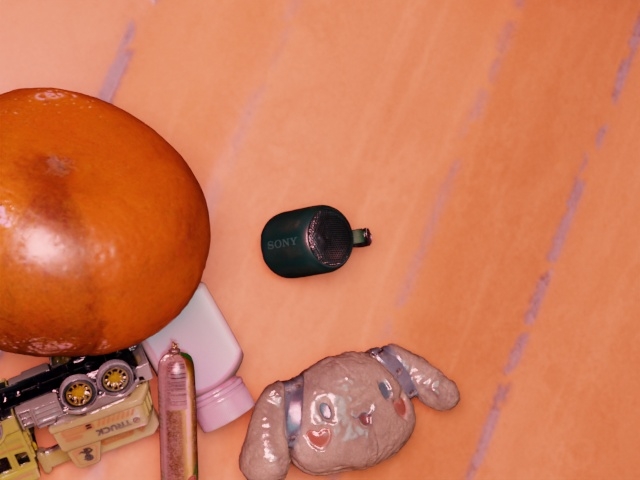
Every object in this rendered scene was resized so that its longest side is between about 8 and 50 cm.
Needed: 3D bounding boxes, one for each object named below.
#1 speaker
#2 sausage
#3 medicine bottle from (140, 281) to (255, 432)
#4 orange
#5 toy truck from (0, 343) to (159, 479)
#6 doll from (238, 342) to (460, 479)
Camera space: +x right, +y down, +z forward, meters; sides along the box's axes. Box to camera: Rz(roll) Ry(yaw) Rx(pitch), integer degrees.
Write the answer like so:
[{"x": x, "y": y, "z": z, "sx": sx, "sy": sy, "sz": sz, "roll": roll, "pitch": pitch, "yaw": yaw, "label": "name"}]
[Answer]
[{"x": 0.000, "y": -0.005, "z": 1.248, "sx": 0.094, "sy": 0.075, "sz": 0.060, "roll": -29, "pitch": 103, "yaw": -39, "label": "speaker"}, {"x": -0.117, "y": 0.214, "z": 1.193, "sx": 0.032, "sy": 0.033, "sz": 0.269, "roll": -4, "pitch": 102, "yaw": -15, "label": "sausage"}, {"x": -0.106, "y": 0.101, "z": 1.221, "sx": 0.074, "sy": 0.055, "sz": 0.118, "roll": -30, "pitch": 93, "yaw": -11, "label": "medicine bottle"}, {"x": -0.208, "y": -0.009, "z": 1.132, "sx": 0.240, "sy": 0.171, "sz": 0.240, "roll": 13, "pitch": 46, "yaw": -13, "label": "orange"}, {"x": -0.215, "y": 0.147, "z": 1.173, "sx": 0.169, "sy": 0.077, "sz": 0.100, "roll": -23, "pitch": 118, "yaw": -9, "label": "toy truck"}, {"x": 0.022, "y": 0.151, "z": 1.241, "sx": 0.214, "sy": 0.071, "sz": 0.104, "roll": -16, "pitch": 85, "yaw": -22, "label": "doll"}]
